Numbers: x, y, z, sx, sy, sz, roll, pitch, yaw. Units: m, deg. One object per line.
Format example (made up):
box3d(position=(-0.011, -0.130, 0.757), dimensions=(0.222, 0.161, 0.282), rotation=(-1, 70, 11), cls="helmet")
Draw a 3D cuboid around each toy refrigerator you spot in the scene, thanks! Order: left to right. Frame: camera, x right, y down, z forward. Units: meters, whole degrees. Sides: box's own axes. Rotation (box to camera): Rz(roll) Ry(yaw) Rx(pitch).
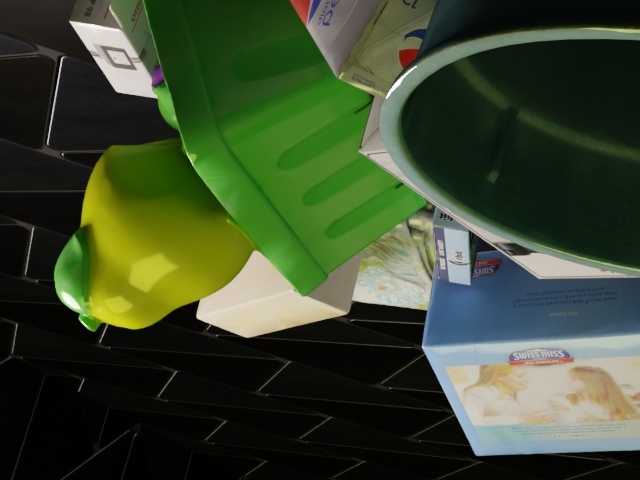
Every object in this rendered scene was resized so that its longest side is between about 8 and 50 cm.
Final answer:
box3d(position=(-0.053, 0.054, 1.857), dimensions=(0.094, 0.102, 0.269), rotation=(23, 159, -26), cls="toy refrigerator")

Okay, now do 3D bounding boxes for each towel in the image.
box3d(position=(0.000, 0.000, 1.954), dimensions=(0.374, 0.090, 0.320), rotation=(8, 159, 18), cls="towel")

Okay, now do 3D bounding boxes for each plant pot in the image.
box3d(position=(0.242, -0.187, 0.907), dimensions=(0.341, 0.334, 0.341), rotation=(14, 160, 5), cls="plant pot")

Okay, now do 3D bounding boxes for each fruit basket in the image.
box3d(position=(-0.108, -0.081, 1.416), dimensions=(0.392, 0.283, 0.392), rotation=(-13, 152, -7), cls="fruit basket")

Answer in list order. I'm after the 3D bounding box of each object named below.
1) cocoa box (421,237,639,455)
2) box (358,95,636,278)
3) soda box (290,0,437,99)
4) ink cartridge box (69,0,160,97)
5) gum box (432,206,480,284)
box3d(position=(0.320, 0.088, 1.610), dimensions=(0.347, 0.228, 0.231), rotation=(-6, 138, 23), cls="cocoa box")
box3d(position=(0.193, -0.060, 1.273), dimensions=(0.169, 0.087, 0.290), rotation=(-2, 155, 43), cls="box")
box3d(position=(0.041, -0.200, 1.135), dimensions=(0.098, 0.091, 0.286), rotation=(23, -159, -25), cls="soda box")
box3d(position=(-0.193, -0.233, 1.434), dimensions=(0.060, 0.104, 0.180), rotation=(11, 159, 16), cls="ink cartridge box")
box3d(position=(0.159, -0.066, 1.516), dimensions=(0.041, 0.184, 0.157), rotation=(11, 160, 11), cls="gum box")
